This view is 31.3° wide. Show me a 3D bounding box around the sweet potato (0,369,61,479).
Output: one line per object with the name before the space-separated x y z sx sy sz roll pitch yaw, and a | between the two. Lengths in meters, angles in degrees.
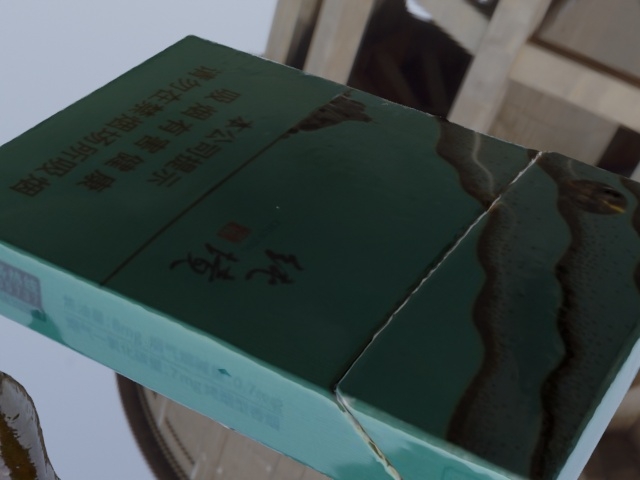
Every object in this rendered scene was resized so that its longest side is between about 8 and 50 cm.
sweet potato | -0.108 0.081 0.416 0.026 0.115 0.026 -8 -140 7

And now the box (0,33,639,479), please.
box | 0.001 0.000 0.399 0.229 0.041 0.162 22 -140 23
